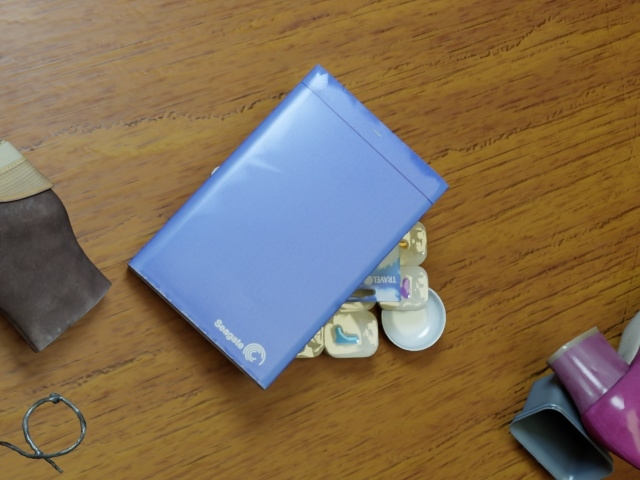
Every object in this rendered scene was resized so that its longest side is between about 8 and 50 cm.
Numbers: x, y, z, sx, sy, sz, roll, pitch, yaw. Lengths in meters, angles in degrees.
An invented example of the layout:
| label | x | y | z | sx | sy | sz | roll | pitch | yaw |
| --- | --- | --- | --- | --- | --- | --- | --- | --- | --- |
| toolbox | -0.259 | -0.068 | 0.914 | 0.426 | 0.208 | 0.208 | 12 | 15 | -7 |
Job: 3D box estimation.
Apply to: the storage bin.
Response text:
| label | x | y | z | sx | sy | sz | roll | pitch | yaw |
| --- | --- | --- | --- | --- | --- | --- | --- | --- | --- |
| storage bin | 0.316 | 0.241 | 1.693 | 0.135 | 0.098 | 0.091 | 45 | 40 | -16 |

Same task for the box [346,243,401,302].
| label | x | y | z | sx | sy | sz | roll | pitch | yaw |
| --- | --- | --- | --- | --- | --- | --- | --- | --- | --- |
| box | 0.039 | -0.014 | 1.556 | 0.109 | 0.042 | 0.178 | 0 | 85 | -20 |

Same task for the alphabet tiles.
| label | x | y | z | sx | sy | sz | roll | pitch | yaw |
| --- | --- | --- | --- | --- | --- | --- | --- | --- | --- |
| alphabet tiles | 0.000 | 0.000 | 1.575 | 0.278 | 0.021 | 0.284 | 1 | 85 | -21 |

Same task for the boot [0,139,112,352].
| label | x | y | z | sx | sy | sz | roll | pitch | yaw |
| --- | --- | --- | --- | --- | --- | --- | --- | --- | --- |
| boot | -0.347 | 0.033 | 1.348 | 0.248 | 0.090 | 0.206 | -42 | 107 | -39 |

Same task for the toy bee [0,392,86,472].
| label | x | y | z | sx | sy | sz | roll | pitch | yaw |
| --- | --- | --- | --- | --- | --- | --- | --- | --- | --- |
| toy bee | -0.399 | 0.217 | 1.298 | 0.298 | 0.162 | 0.195 | 25 | 55 | 9 |

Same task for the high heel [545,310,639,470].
| label | x | y | z | sx | sy | sz | roll | pitch | yaw |
| --- | --- | --- | --- | --- | --- | --- | --- | --- | --- |
| high heel | 0.468 | 0.163 | 1.711 | 0.377 | 0.127 | 0.181 | -24 | 69 | -31 |

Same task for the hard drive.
| label | x | y | z | sx | sy | sz | roll | pitch | yaw |
| --- | --- | --- | --- | --- | --- | --- | --- | --- | --- |
| hard drive | -0.034 | -0.017 | 1.495 | 0.210 | 0.040 | 0.318 | 43 | 80 | -2 |

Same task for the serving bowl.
| label | x | y | z | sx | sy | sz | roll | pitch | yaw |
| --- | --- | --- | --- | --- | --- | --- | --- | --- | --- |
| serving bowl | 0.112 | 0.096 | 1.624 | 0.083 | 0.027 | 0.083 | 1 | 85 | -13 |
